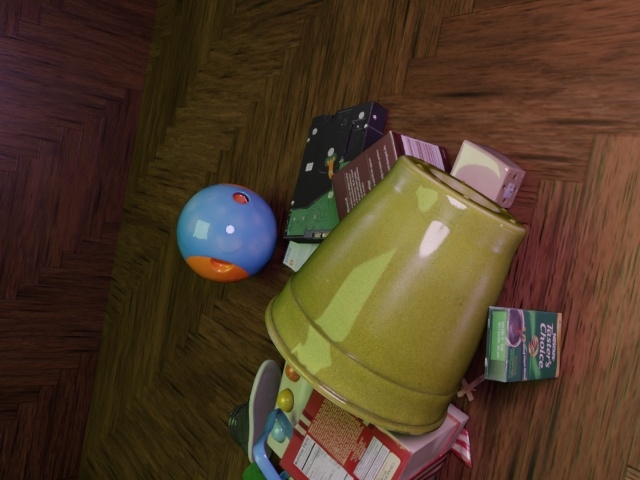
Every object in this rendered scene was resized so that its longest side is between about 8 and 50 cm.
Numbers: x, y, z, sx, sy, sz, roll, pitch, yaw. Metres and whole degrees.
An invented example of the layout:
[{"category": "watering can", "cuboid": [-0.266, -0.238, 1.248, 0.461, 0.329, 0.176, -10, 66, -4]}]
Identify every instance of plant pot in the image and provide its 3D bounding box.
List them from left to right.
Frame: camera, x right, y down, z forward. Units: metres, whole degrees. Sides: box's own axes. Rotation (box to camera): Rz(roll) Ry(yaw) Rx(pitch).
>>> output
[{"category": "plant pot", "cuboid": [0.147, 0.060, 0.997, 0.353, 0.366, 0.366, -60, 41, 17]}, {"category": "plant pot", "cuboid": [0.311, -0.113, 1.092, 0.096, 0.109, 0.109, 32, 109, 39]}]

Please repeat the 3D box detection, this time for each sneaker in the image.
[{"category": "sneaker", "cuboid": [-0.192, 0.462, 1.656, 0.146, 0.104, 0.296, 16, 101, 49]}]

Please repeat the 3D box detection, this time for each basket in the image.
[{"category": "basket", "cuboid": [-0.041, 0.517, 1.253, 0.201, 0.255, 0.289, -28, 90, 7]}]

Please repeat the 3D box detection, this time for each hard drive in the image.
[{"category": "hard drive", "cuboid": [0.035, -0.159, 1.452, 0.236, 0.064, 0.339, -3, 69, 51]}]

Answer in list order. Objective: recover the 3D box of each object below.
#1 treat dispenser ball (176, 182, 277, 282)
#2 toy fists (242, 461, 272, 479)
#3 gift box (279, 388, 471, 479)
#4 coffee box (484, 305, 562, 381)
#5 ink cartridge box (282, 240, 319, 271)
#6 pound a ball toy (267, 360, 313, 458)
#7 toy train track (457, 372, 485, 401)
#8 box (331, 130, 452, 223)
[{"category": "treat dispenser ball", "cuboid": [-0.267, -0.021, 1.700, 0.288, 0.288, 0.288, -14, 72, 52]}, {"category": "toy fists", "cuboid": [-0.181, 0.730, 1.604, 0.279, 0.096, 0.142, -58, 32, 31]}, {"category": "gift box", "cuboid": [0.119, 0.398, 1.129, 0.276, 0.258, 0.255, 39, 114, 28]}, {"category": "coffee box", "cuboid": [0.327, 0.164, 0.940, 0.040, 0.184, 0.113, 0, 82, 45]}, {"category": "ink cartridge box", "cuboid": [0.000, 0.000, 1.536, 0.224, 0.045, 0.223, 34, 110, 52]}, {"category": "pound a ball toy", "cuboid": [-0.018, 0.376, 1.412, 0.208, 0.135, 0.319, 24, 103, 53]}, {"category": "toy train track", "cuboid": [0.292, 0.272, 1.113, 0.083, 0.014, 0.048, -47, 41, 30]}, {"category": "box", "cuboid": [0.156, -0.095, 1.237, 0.203, 0.168, 0.167, -34, 58, 46]}]
